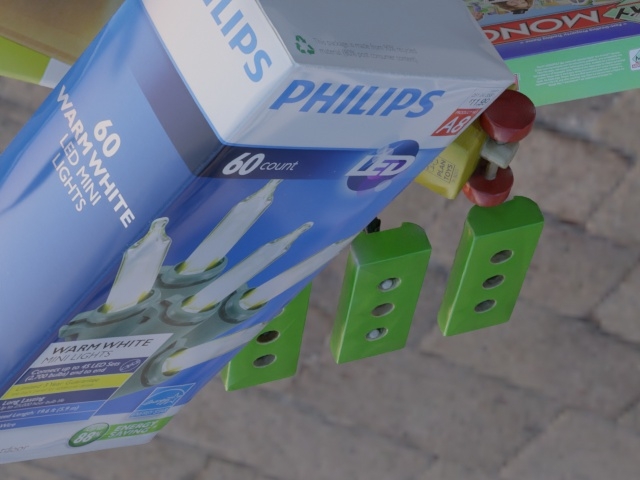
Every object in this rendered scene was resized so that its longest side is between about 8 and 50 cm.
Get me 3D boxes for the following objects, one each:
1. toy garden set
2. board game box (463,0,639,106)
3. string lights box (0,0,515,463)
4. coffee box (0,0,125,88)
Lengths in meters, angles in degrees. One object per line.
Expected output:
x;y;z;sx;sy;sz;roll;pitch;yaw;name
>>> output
0.000;0.000;0.960;0.244;0.049;0.204;-13;149;-15;toy garden set
0.108;-0.158;1.372;0.317;0.213;0.046;-10;118;2;board game box
-0.061;-0.012;0.715;0.133;0.077;0.259;-3;146;-49;string lights box
-0.074;-0.297;0.824;0.334;0.338;0.338;13;132;-22;coffee box
